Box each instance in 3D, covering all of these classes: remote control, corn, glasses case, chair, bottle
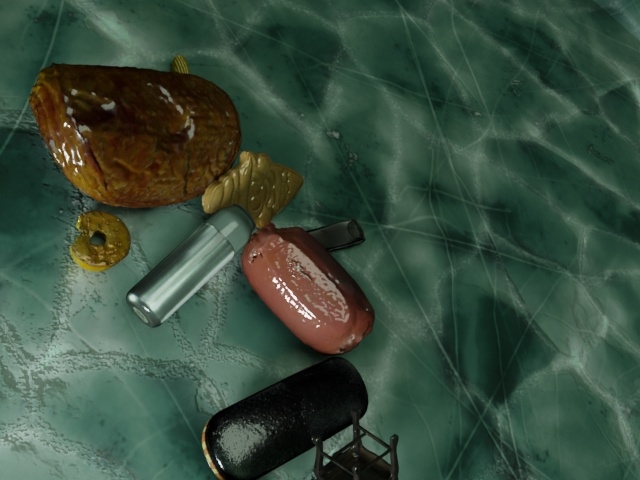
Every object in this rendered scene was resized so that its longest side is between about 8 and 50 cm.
[{"bbox_3d":[0.000,0.000,1.517,0.212,0.028,0.059,-16,71,-36],"label":"remote control"},{"bbox_3d":[-0.276,-0.328,1.537,0.037,0.037,0.092,0,64,-31],"label":"corn"},{"bbox_3d":[-0.051,0.293,1.282,0.321,0.082,0.122,-20,80,-39],"label":"glasses case"},{"bbox_3d":[0.065,0.413,1.275,0.106,0.113,0.229,-24,122,-36],"label":"chair"},{"bbox_3d":[-0.218,0.036,1.308,0.254,0.096,0.079,-45,133,-24],"label":"bottle"}]

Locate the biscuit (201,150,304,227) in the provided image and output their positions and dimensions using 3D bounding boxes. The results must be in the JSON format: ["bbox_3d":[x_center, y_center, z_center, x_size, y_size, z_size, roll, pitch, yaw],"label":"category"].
[{"bbox_3d":[-0.118,-0.091,1.447,0.035,0.163,0.250,18,26,37],"label":"biscuit"}]

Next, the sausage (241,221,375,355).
[{"bbox_3d":[-0.023,0.087,1.378,0.280,0.152,0.152,47,50,-1],"label":"sausage"}]

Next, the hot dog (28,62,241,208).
[{"bbox_3d":[-0.318,-0.197,1.357,0.387,0.174,0.267,-6,68,-46],"label":"hot dog"}]

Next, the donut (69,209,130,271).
[{"bbox_3d":[-0.368,0.005,1.287,0.097,0.043,0.108,22,53,-18],"label":"donut"}]
